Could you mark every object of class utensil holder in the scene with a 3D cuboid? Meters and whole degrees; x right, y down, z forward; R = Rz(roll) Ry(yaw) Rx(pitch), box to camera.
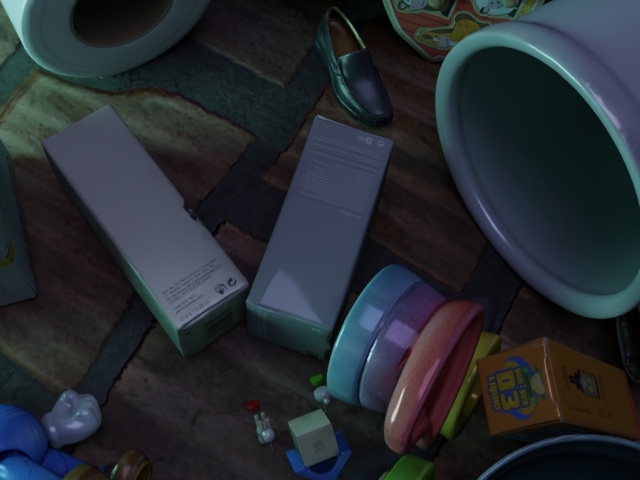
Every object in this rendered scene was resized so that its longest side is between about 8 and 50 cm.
[{"bbox_3d":[0.377,-0.146,0.951,0.385,0.328,0.328,-28,71,-17],"label":"utensil holder"}]

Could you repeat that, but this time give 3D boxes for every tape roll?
[{"bbox_3d":[-0.269,-0.337,1.034,0.246,0.246,0.169,-27,70,-14],"label":"tape roll"}]

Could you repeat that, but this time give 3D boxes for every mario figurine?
[{"bbox_3d":[-0.324,0.169,0.833,0.320,0.198,0.170,18,56,15],"label":"mario figurine"}]

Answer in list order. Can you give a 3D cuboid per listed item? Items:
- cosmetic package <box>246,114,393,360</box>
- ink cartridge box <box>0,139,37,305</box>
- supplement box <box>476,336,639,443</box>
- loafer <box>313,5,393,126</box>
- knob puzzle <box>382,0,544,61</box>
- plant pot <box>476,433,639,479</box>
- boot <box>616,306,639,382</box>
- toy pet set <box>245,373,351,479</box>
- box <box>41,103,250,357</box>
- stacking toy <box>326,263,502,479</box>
[{"bbox_3d":[0.000,0.000,0.967,0.107,0.127,0.238,20,65,5],"label":"cosmetic package"},{"bbox_3d":[-0.434,-0.048,0.884,0.197,0.270,0.198,-16,68,-8],"label":"ink cartridge box"},{"bbox_3d":[0.241,0.158,0.857,0.080,0.233,0.078,-20,64,29],"label":"supplement box"},{"bbox_3d":[0.041,-0.220,1.099,0.062,0.061,0.170,-27,71,-15],"label":"loafer"},{"bbox_3d":[0.163,-0.282,1.061,0.213,0.213,0.030,13,57,3],"label":"knob puzzle"},{"bbox_3d":[0.229,0.343,0.791,0.293,0.196,0.293,1,66,-3],"label":"plant pot"},{"bbox_3d":[0.433,0.147,0.932,0.208,0.076,0.190,8,51,-21],"label":"boot"},{"bbox_3d":[-0.004,0.200,0.918,0.122,0.114,0.065,-19,109,-11],"label":"toy pet set"},{"bbox_3d":[-0.193,-0.011,0.969,0.094,0.113,0.275,-34,74,-17],"label":"box"},{"bbox_3d":[0.050,0.169,0.825,0.130,0.309,0.280,25,80,21],"label":"stacking toy"}]
